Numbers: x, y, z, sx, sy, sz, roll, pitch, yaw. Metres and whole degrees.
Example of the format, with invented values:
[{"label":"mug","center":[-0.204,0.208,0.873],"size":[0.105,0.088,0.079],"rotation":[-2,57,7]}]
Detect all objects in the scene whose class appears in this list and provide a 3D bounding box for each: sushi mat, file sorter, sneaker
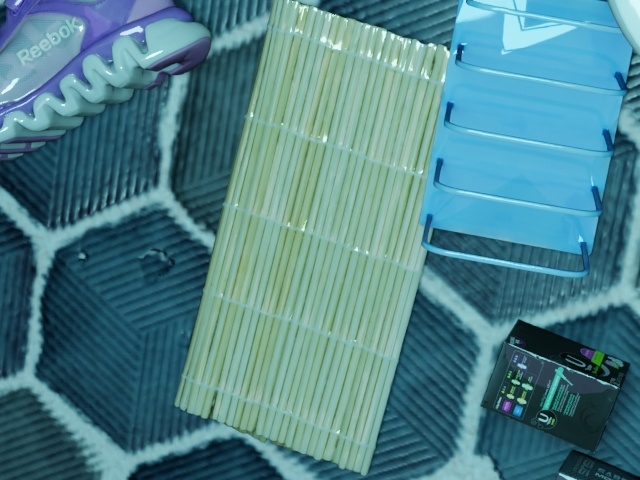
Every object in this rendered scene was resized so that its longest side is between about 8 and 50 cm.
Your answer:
[{"label":"sushi mat","center":[0.000,0.000,1.364],"size":[0.151,0.019,0.316],"rotation":[17,105,10]},{"label":"file sorter","center":[0.135,-0.072,1.260],"size":[0.118,0.104,0.170],"rotation":[10,103,2]},{"label":"sneaker","center":[-0.196,-0.127,1.357],"size":[0.236,0.095,0.104],"rotation":[-26,87,13]}]

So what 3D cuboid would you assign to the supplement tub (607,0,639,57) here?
[{"label":"supplement tub","center":[0.262,-0.175,1.124],"size":[0.191,0.272,0.191],"rotation":[3,102,14]}]

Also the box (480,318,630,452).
[{"label":"box","center":[0.158,0.097,1.319],"size":[0.083,0.062,0.052],"rotation":[21,107,10]}]

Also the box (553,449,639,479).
[{"label":"box","center":[0.211,0.286,1.344],"size":[0.183,0.059,0.233],"rotation":[23,107,12]}]
